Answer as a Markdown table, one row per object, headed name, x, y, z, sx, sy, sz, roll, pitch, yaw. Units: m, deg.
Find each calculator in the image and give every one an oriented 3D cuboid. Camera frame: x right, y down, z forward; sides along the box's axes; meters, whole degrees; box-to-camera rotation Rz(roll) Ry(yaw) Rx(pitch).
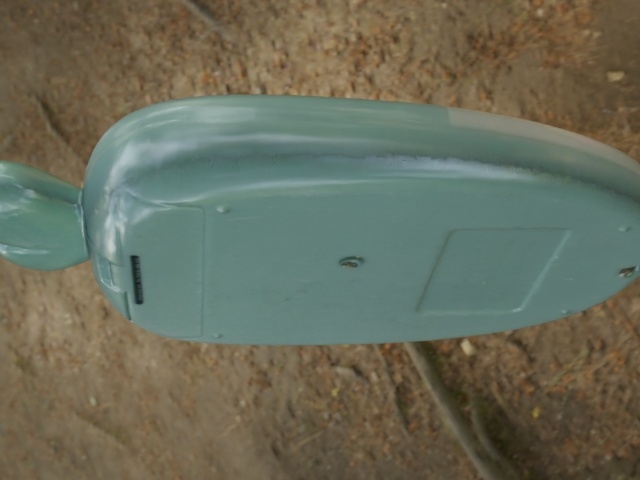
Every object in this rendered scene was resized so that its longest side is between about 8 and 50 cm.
| name | x | y | z | sx | sy | sz | roll | pitch | yaw |
| --- | --- | --- | --- | --- | --- | --- | --- | --- | --- |
| calculator | 0.000 | 0.000 | 0.499 | 0.184 | 0.295 | 0.042 | 102 | 169 | -63 |
